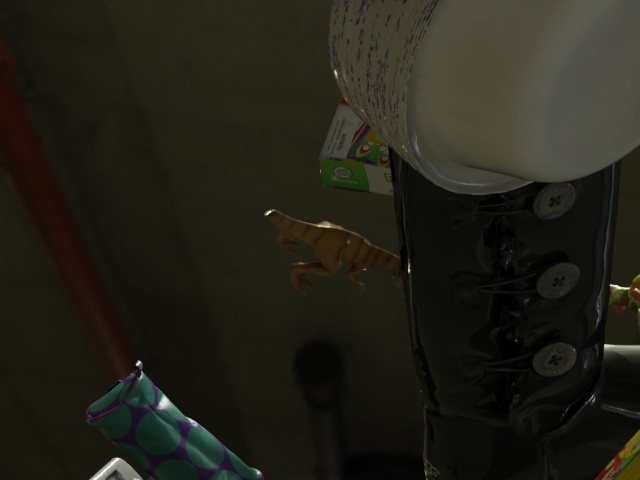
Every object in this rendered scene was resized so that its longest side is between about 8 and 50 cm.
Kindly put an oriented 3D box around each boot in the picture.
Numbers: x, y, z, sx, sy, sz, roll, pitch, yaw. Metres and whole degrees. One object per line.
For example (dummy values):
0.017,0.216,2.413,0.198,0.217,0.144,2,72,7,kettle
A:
0.241,0.028,1.620,0.146,0.367,0.445,44,-32,53,boot

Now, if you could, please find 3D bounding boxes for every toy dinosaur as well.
0.000,0.000,1.663,0.211,0.064,0.112,21,-29,-34,toy dinosaur

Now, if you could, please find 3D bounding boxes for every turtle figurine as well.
0.402,0.118,2.161,0.087,0.217,0.269,-21,20,-8,turtle figurine

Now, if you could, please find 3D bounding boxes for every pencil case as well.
-0.120,0.173,1.525,0.152,0.070,0.064,43,-72,-13,pencil case

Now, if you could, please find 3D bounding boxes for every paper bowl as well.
0.157,-0.153,1.213,0.148,0.284,0.284,44,-3,33,paper bowl

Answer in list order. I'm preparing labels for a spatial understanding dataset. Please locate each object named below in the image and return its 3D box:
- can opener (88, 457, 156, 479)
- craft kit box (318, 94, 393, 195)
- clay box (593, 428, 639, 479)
-0.192,0.255,1.638,0.095,0.076,0.283,-34,2,17,can opener
0.149,-0.146,1.940,0.247,0.250,0.061,10,-36,12,craft kit box
0.266,0.265,1.544,0.127,0.222,0.053,41,2,-4,clay box
